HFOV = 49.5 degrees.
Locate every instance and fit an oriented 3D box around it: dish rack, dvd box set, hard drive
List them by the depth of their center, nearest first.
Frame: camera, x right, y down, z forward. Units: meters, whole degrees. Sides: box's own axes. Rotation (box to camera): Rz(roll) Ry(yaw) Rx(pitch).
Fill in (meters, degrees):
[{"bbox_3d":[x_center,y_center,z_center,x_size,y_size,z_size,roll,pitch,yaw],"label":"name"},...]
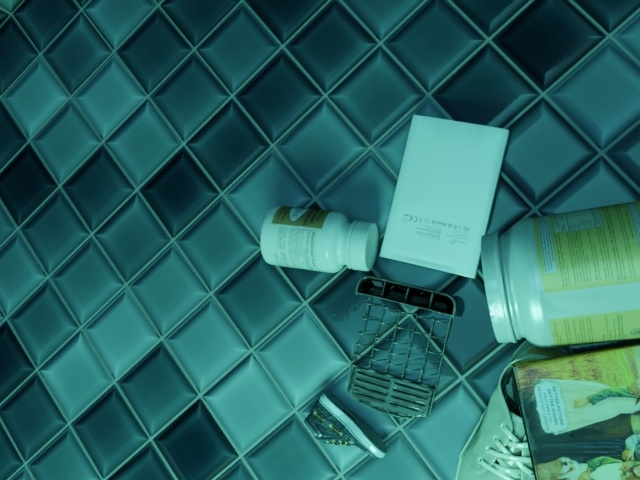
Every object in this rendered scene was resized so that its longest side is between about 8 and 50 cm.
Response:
[{"bbox_3d":[0.565,0.326,1.173,0.420,0.062,0.308,-11,84,9],"label":"dvd box set"},{"bbox_3d":[0.157,0.223,1.422,0.208,0.074,0.272,12,89,21],"label":"dish rack"},{"bbox_3d":[0.256,-0.093,1.438,0.203,0.040,0.308,13,89,20],"label":"hard drive"}]

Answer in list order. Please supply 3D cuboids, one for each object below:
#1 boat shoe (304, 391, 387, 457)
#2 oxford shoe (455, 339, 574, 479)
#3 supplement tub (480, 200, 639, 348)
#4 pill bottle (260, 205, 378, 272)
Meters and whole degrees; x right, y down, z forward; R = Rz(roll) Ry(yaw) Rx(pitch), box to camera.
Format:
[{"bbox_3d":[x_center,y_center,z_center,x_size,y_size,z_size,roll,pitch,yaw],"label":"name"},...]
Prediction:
[{"bbox_3d":[0.051,0.407,1.449,0.183,0.065,0.083,39,99,26],"label":"boat shoe"},{"bbox_3d":[0.359,0.392,1.305,0.169,0.130,0.449,21,93,17],"label":"oxford shoe"},{"bbox_3d":[0.471,0.065,1.239,0.331,0.241,0.241,-9,81,18],"label":"supplement tub"},{"bbox_3d":[0.000,0.000,1.471,0.229,0.131,0.131,7,87,20],"label":"pill bottle"}]
